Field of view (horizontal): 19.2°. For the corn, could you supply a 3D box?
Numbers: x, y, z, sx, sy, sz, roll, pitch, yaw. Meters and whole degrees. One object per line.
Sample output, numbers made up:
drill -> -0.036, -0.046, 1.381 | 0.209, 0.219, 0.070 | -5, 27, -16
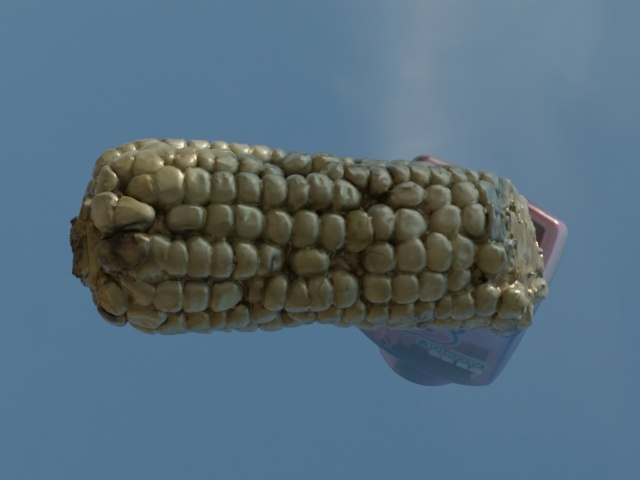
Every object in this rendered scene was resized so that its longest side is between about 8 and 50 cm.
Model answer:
corn -> 0.000, 0.000, 0.802 | 0.210, 0.087, 0.087 | 1, -90, -5

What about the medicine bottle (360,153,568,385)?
medicine bottle -> 0.084, 0.032, 1.262 | 0.119, 0.188, 0.094 | 27, -112, 6
